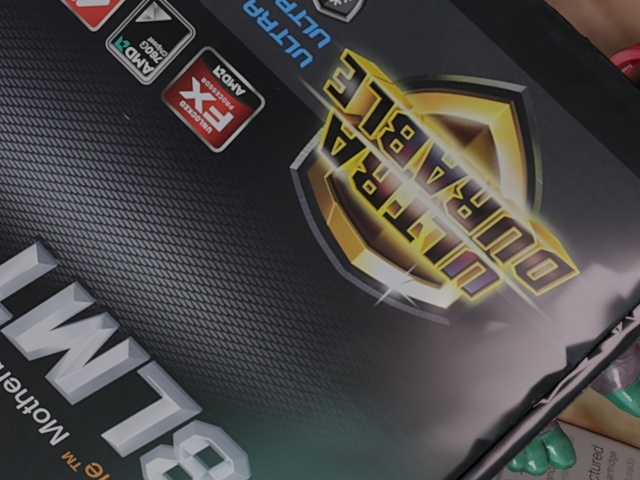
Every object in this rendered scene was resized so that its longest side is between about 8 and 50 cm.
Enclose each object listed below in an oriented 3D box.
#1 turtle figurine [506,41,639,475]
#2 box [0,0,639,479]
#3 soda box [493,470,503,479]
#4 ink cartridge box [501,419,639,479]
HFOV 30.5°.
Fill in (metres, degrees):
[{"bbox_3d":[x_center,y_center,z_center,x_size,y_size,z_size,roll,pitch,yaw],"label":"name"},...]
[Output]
[{"bbox_3d":[0.149,-0.001,0.501,0.175,0.118,0.234,-6,139,-25],"label":"turtle figurine"},{"bbox_3d":[-0.074,-0.007,0.387,0.293,0.073,0.295,-45,83,6],"label":"box"},{"bbox_3d":[-0.068,0.064,0.486,0.286,0.091,0.098,16,132,8],"label":"soda box"},{"bbox_3d":[0.043,0.188,0.655,0.233,0.171,0.168,19,132,7],"label":"ink cartridge box"}]
